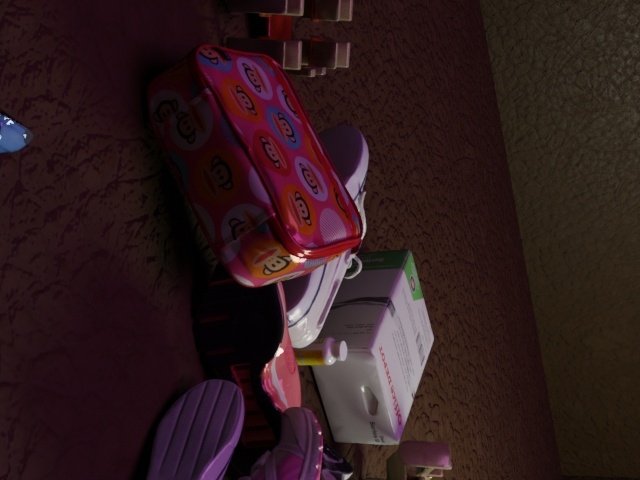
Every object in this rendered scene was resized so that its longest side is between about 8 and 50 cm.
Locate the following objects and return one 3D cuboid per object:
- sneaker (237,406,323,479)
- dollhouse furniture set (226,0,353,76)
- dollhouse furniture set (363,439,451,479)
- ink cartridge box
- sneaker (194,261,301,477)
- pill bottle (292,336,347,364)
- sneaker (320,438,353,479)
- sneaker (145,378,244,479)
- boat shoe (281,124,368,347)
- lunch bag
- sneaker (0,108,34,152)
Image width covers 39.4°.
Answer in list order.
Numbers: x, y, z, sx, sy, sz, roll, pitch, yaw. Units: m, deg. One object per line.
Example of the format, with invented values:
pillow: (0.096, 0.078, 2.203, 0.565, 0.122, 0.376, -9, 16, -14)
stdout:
sneaker: (-0.059, 0.293, 1.026, 0.252, 0.111, 0.103, -80, 175, -50)
dollhouse furniture set: (-0.059, -0.368, 1.326, 0.262, 0.135, 0.259, -28, 124, -65)
dollhouse furniture set: (0.109, 0.471, 1.487, 0.212, 0.161, 0.242, 117, -23, -55)
ink cartridge box: (0.094, 0.180, 1.554, 0.289, 0.121, 0.211, -59, 140, -53)
sneaker: (-0.088, 0.154, 1.187, 0.136, 0.116, 0.314, -62, 147, -75)
pill bottle: (-0.003, 0.170, 1.376, 0.043, 0.083, 0.043, -3, 90, -67)
sneaker: (-0.030, 0.344, 1.244, 0.111, 0.121, 0.300, 46, 5, -2)
sneaker: (-0.155, 0.276, 1.019, 0.091, 0.094, 0.258, 92, 17, -45)
boat shoe: (0.008, 0.001, 1.365, 0.156, 0.136, 0.367, 59, 38, -47)
lunch bag: (-0.068, -0.093, 1.119, 0.293, 0.120, 0.258, 63, 25, 8)
sneaker: (-0.316, -0.093, 0.722, 0.082, 0.069, 0.209, -60, 165, 3)
